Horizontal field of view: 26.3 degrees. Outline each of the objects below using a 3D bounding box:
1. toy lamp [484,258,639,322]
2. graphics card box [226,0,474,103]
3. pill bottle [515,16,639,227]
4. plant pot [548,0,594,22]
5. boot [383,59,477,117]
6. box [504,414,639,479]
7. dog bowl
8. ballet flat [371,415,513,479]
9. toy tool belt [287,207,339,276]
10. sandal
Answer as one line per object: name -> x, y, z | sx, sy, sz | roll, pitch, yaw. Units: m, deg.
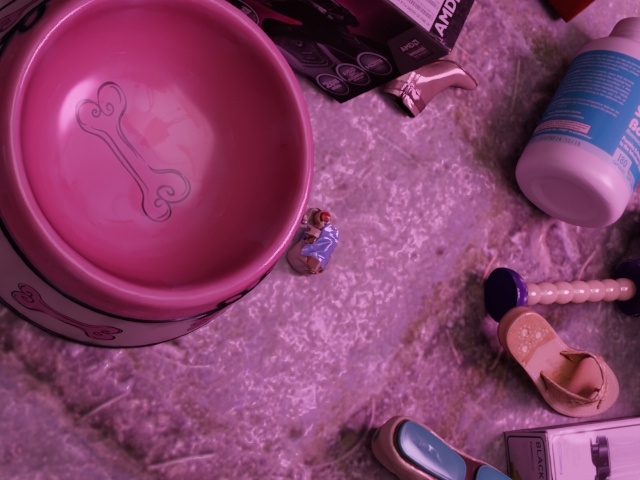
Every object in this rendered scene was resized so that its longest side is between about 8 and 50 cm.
toy lamp -> 0.341, 0.063, 1.746 | 0.275, 0.080, 0.080 | 0, 84, -29
graphics card box -> -0.041, -0.309, 1.488 | 0.371, 0.233, 0.094 | 34, 65, -22
pill bottle -> 0.365, -0.158, 1.745 | 0.146, 0.146, 0.264 | 38, 68, -20
plant pot -> 0.352, -0.487, 1.729 | 0.236, 0.267, 0.267 | 41, 66, -5
boot -> 0.131, -0.189, 1.684 | 0.118, 0.042, 0.087 | 32, 76, -21
box -> 0.379, 0.307, 1.731 | 0.290, 0.087, 0.169 | -3, 86, -30
dog bowl -> -0.186, -0.093, 1.429 | 0.408, 0.150, 0.408 | 4, 83, -28
ballet flat -> 0.159, 0.291, 1.612 | 0.248, 0.086, 0.086 | 39, 67, -14
toy tool belt -> 0.000, 0.000, 1.577 | 0.052, 0.051, 0.083 | 32, 70, -23
sandal -> 0.310, 0.170, 1.681 | 0.088, 0.079, 0.240 | -50, 124, 1
